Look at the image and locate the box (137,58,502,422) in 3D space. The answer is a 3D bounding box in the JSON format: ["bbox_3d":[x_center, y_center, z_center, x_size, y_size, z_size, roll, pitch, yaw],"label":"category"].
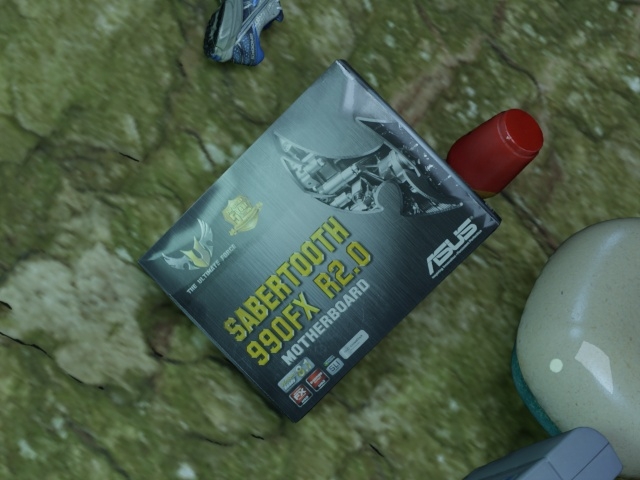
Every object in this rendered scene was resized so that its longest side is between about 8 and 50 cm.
[{"bbox_3d":[0.000,0.000,1.380,0.231,0.056,0.183,-44,89,9],"label":"box"}]

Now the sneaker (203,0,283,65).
[{"bbox_3d":[-0.060,-0.210,1.512,0.058,0.052,0.135,20,73,-21],"label":"sneaker"}]

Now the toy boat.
[{"bbox_3d":[0.207,0.039,1.458,0.318,0.148,0.267,50,45,0],"label":"toy boat"}]

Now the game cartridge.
[{"bbox_3d":[0.084,0.244,1.306,0.297,0.198,0.062,-34,84,-26],"label":"game cartridge"}]
